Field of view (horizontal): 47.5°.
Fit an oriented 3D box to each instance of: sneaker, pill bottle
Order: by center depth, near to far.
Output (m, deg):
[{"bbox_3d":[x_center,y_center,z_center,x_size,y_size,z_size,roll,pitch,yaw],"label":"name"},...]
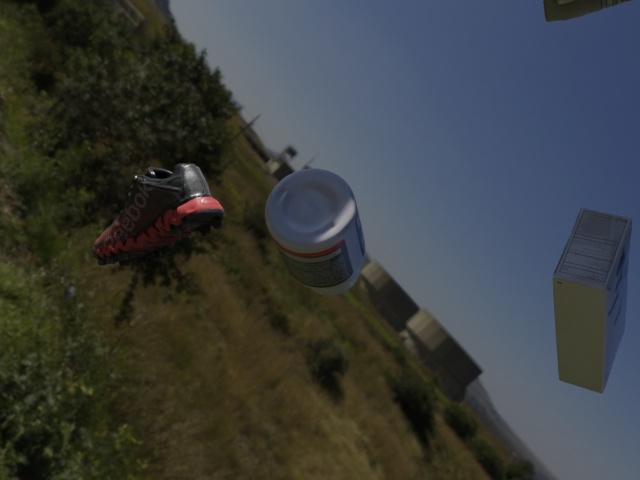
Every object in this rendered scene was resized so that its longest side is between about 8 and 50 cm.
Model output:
[{"bbox_3d":[0.000,0.000,0.906,0.108,0.108,0.180,48,-11,26],"label":"pill bottle"},{"bbox_3d":[-0.283,-0.044,1.215,0.097,0.276,0.135,-1,70,-57],"label":"sneaker"}]

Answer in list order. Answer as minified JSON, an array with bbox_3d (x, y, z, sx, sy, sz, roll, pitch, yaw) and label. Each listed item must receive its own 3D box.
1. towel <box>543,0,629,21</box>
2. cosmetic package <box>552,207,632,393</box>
[{"bbox_3d":[0.404,-0.417,0.831,0.324,0.312,0.056,63,14,-50],"label":"towel"},{"bbox_3d":[0.316,0.078,0.843,0.060,0.099,0.239,17,-28,30],"label":"cosmetic package"}]
